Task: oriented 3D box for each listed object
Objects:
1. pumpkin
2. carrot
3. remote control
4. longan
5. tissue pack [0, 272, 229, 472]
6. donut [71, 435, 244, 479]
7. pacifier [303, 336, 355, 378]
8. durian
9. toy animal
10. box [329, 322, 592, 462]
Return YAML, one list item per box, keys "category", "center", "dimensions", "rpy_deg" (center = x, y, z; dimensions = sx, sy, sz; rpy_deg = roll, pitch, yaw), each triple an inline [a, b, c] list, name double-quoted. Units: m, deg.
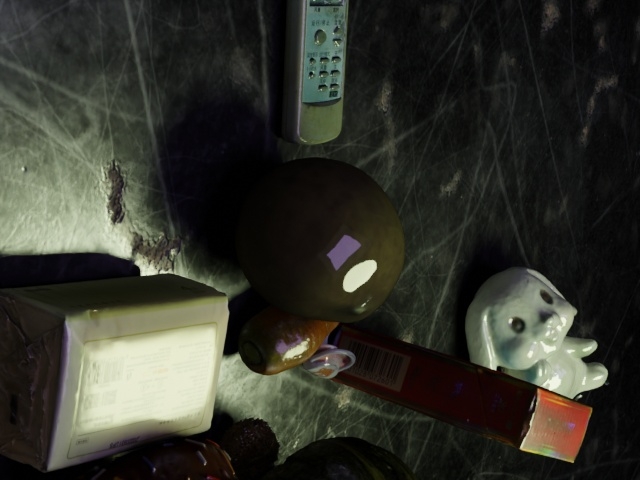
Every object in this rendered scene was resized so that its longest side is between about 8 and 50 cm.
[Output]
- category: "pumpkin"
  center: [-0.012, 0.381, 1.392]
  dimensions: [0.320, 0.192, 0.320]
  rpy_deg: [-32, 153, -18]
- category: "carrot"
  center: [-0.022, 0.101, 1.433]
  dimensions: [0.193, 0.087, 0.087]
  rpy_deg: [-33, 127, -42]
- category: "remote control"
  center: [-0.006, -0.234, 1.382]
  dimensions: [0.098, 0.038, 0.233]
  rpy_deg: [-16, 113, -51]
- category: "longan"
  center: [0.000, 0.000, 1.340]
  dimensions: [0.220, 0.196, 0.196]
  rpy_deg: [20, 85, -43]
- category: "tissue pack"
  center: [-0.216, 0.125, 1.141]
  dimensions: [0.234, 0.125, 0.159]
  rpy_deg: [-5, 107, -54]
- category: "donut"
  center: [-0.189, 0.272, 1.165]
  dimensions: [0.235, 0.235, 0.089]
  rpy_deg: [-2, 64, -53]
- category: "pacifier"
  center: [0.005, 0.139, 1.502]
  dimensions: [0.099, 0.081, 0.078]
  rpy_deg: [38, 42, -52]
- category: "durian"
  center: [-0.091, 0.262, 1.403]
  dimensions: [0.091, 0.080, 0.080]
  rpy_deg: [-25, 121, -34]
- category: "toy animal"
  center: [0.351, 0.174, 1.897]
  dimensions: [0.249, 0.174, 0.289]
  rpy_deg: [-17, 117, -37]
- category: "box"
  center: [0.187, 0.206, 1.553]
  dimensions: [0.197, 0.313, 0.089]
  rpy_deg: [26, 82, -54]
